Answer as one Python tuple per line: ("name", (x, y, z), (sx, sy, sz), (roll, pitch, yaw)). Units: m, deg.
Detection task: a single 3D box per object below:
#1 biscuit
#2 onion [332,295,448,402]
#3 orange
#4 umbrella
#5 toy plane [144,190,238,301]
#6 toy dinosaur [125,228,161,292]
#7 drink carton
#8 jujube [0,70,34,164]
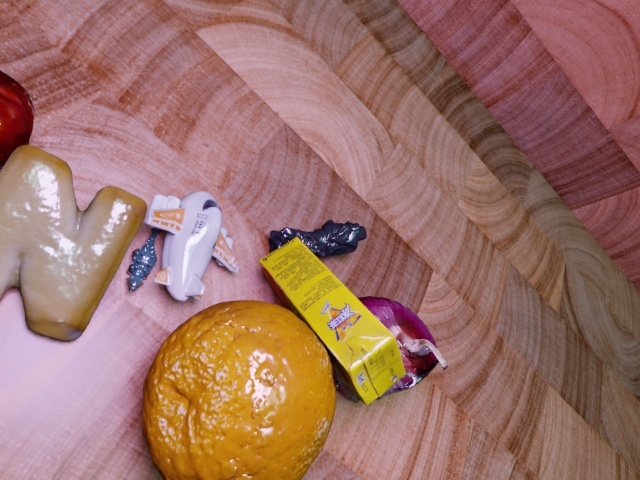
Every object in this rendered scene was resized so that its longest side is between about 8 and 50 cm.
("biscuit", (-0.465, 0.008, 0.739), (0.237, 0.062, 0.290), (31, 77, -25))
("onion", (0.137, 0.244, 1.036), (0.230, 0.272, 0.256), (54, 19, 11))
("orange", (-0.133, 0.275, 0.761), (0.293, 0.341, 0.340), (29, 53, -56))
("umbrella", (-0.001, 0.001, 1.099), (0.272, 0.122, 0.110), (-13, 57, -31))
("toy plane", (-0.257, 0.006, 0.876), (0.245, 0.117, 0.244), (22, 63, -54))
("toy dinosaur", (-0.355, 0.034, 0.866), (0.049, 0.055, 0.154), (23, 62, -23))
("drink carton", (0.014, 0.151, 0.886), (0.111, 0.351, 0.154), (-34, 135, -12))
("jujube", (-0.639, -0.223, 0.666), (0.318, 0.223, 0.223), (9, 66, -44))
